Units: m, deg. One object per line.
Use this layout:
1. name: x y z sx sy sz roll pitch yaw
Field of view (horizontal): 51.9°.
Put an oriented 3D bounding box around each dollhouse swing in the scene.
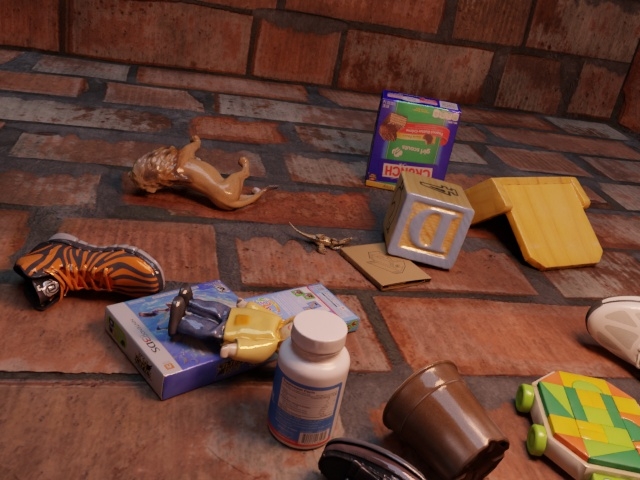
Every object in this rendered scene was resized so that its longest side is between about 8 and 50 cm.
1. dollhouse swing: 0.655 -0.034 2.092 0.346 0.305 0.315 -4 -12 -26

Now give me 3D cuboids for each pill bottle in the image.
1. pill bottle: -0.017 0.233 1.120 0.124 0.222 0.124 9 26 -4

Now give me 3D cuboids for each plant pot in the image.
1. plant pot: 0.221 0.321 1.122 0.167 0.167 0.165 -9 40 -35

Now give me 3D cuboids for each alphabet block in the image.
1. alphabet block: 0.295 -0.060 1.835 0.193 0.192 0.197 16 22 -6

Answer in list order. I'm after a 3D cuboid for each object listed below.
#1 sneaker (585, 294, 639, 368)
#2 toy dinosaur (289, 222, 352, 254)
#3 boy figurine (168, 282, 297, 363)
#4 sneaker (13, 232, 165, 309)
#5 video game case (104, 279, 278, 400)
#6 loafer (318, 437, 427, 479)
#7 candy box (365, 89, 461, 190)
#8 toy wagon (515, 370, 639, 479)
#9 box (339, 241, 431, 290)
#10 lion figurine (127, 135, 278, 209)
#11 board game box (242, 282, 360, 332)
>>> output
1. sneaker: 0.786 0.274 1.404 0.447 0.169 0.257 24 27 19
2. toy dinosaur: 0.000 0.000 1.804 0.183 0.053 0.092 13 10 -12
3. boy figurine: -0.138 0.166 1.229 0.285 0.092 0.177 13 26 4
4. sneaker: -0.495 0.086 1.372 0.321 0.125 0.180 9 28 20
5. video game case: -0.252 0.184 1.312 0.269 0.061 0.244 -13 36 -39
6. loafer: 0.119 0.401 0.978 0.302 0.109 0.095 25 34 21
7. candy box: 0.309 -0.324 2.246 0.268 0.317 0.122 11 28 2
8. toy wagon: 0.517 0.375 1.215 0.267 0.068 0.344 11 26 1
9. box: 0.171 0.066 1.752 0.164 0.021 0.201 -7 31 -32
10. lion figurine: -0.338 -0.176 1.914 0.392 0.142 0.240 19 34 7
11. board game box: -0.045 0.164 1.454 0.211 0.039 0.160 -8 32 -34
